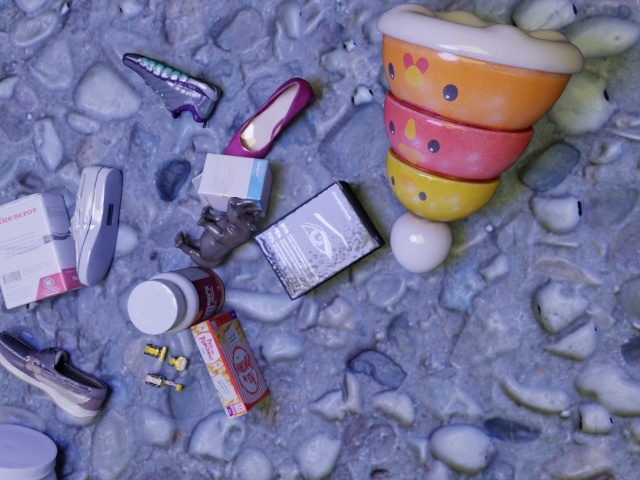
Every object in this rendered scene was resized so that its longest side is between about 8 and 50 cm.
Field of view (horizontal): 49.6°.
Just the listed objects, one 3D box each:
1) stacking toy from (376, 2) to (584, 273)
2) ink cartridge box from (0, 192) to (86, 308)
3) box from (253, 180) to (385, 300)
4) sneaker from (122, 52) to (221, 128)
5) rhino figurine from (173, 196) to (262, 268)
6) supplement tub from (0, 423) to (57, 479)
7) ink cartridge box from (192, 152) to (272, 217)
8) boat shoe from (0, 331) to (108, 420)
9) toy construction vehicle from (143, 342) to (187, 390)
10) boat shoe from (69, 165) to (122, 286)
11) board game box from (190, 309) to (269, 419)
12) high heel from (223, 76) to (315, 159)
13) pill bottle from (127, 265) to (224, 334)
[{"bbox_3d":[0.232,-0.153,1.238,0.350,0.350,0.480,15,112,12],"label":"stacking toy"},{"bbox_3d":[-0.624,0.021,1.511,0.158,0.092,0.218,-16,91,13],"label":"ink cartridge box"},{"bbox_3d":[0.000,0.000,1.361,0.207,0.108,0.153,-32,85,12],"label":"box"},{"bbox_3d":[-0.322,-0.312,1.434,0.223,0.083,0.098,25,103,10],"label":"sneaker"},{"bbox_3d":[-0.196,-0.020,1.380,0.106,0.073,0.243,36,133,-20],"label":"rhino figurine"},{"bbox_3d":[-0.705,0.586,1.482,0.235,0.235,0.325,18,97,11],"label":"supplement tub"},{"bbox_3d":[-0.176,-0.111,1.383,0.143,0.092,0.090,8,70,5],"label":"ink cartridge box"},{"bbox_3d":[-0.588,0.278,1.515,0.285,0.103,0.092,35,94,5],"label":"boat shoe"},{"bbox_3d":[-0.335,0.273,1.491,0.098,0.035,0.086,13,85,9],"label":"toy construction vehicle"},{"bbox_3d":[-0.491,-0.033,1.487,0.084,0.095,0.258,9,84,16],"label":"boat shoe"},{"bbox_3d":[-0.179,0.244,1.394,0.045,0.147,0.194,-24,88,13],"label":"board game box"},{"bbox_3d":[-0.113,-0.228,1.370,0.244,0.117,0.082,-34,85,12],"label":"high heel"},{"bbox_3d":[-0.283,0.118,1.372,0.121,0.221,0.121,1,93,13],"label":"pill bottle"}]
